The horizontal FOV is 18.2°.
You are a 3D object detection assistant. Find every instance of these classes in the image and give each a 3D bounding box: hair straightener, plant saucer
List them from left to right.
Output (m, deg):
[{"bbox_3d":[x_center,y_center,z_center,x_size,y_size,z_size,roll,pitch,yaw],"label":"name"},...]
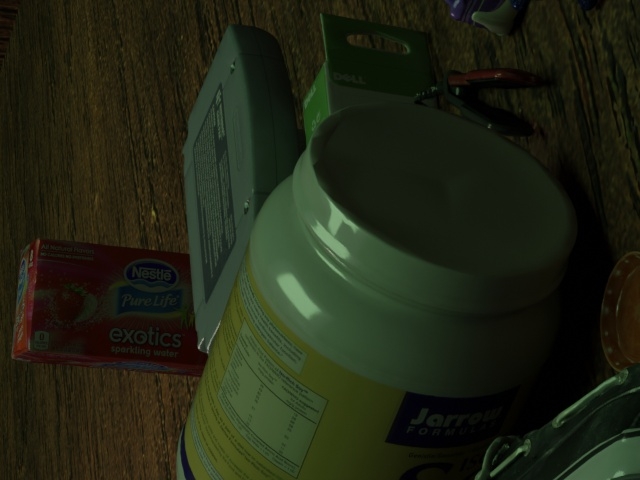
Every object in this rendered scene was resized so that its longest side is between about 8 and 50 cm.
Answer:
[{"bbox_3d":[0.119,-0.098,1.642,0.230,0.047,0.089,-163,80,-71],"label":"hair straightener"},{"bbox_3d":[0.215,0.049,1.357,0.083,0.013,0.083,-173,90,-71],"label":"plant saucer"}]

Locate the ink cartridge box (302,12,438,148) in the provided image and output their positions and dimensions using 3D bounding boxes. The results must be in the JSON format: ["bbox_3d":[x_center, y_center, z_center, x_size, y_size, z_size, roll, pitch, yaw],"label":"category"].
[{"bbox_3d":[0.047,-0.094,1.760,0.062,0.109,0.209,122,149,-50],"label":"ink cartridge box"}]

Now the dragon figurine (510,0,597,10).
[{"bbox_3d":[0.194,-0.302,1.431,0.144,0.085,0.289,-107,25,-46],"label":"dragon figurine"}]

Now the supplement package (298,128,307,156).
[{"bbox_3d":[0.000,0.000,1.869,0.105,0.105,0.179,145,129,-65],"label":"supplement package"}]

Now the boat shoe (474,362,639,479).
[{"bbox_3d":[0.154,0.174,1.344,0.306,0.113,0.105,126,153,-51],"label":"boat shoe"}]

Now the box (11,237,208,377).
[{"bbox_3d":[-0.204,0.077,2.209,0.122,0.257,0.128,155,120,-70],"label":"box"}]

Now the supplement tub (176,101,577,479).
[{"bbox_3d":[0.041,0.087,1.506,0.241,0.241,0.331,-106,29,-49],"label":"supplement tub"}]

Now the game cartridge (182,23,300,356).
[{"bbox_3d":[-0.074,-0.050,1.861,0.196,0.060,0.294,113,157,-47],"label":"game cartridge"}]

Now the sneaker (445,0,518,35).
[{"bbox_3d":[0.119,-0.240,1.658,0.170,0.071,0.068,-102,27,-46],"label":"sneaker"}]
